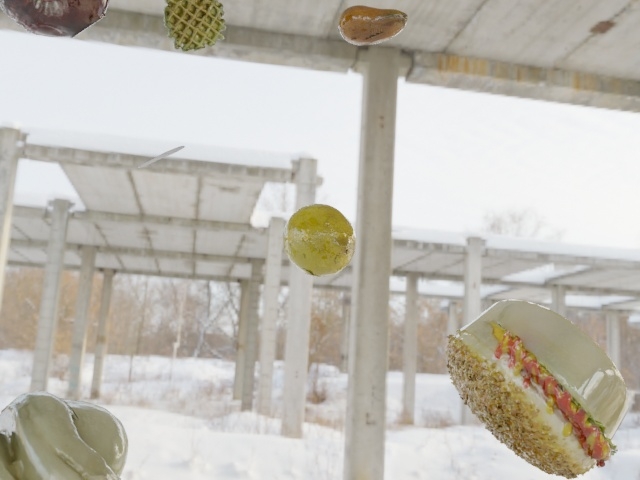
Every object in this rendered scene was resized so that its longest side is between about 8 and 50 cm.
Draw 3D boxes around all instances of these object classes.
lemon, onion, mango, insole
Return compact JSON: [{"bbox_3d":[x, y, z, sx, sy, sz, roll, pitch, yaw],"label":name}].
[{"bbox_3d":[0.000,0.000,1.740,0.173,0.174,0.206,11,11,-34],"label":"lemon"},{"bbox_3d":[-0.594,-0.543,1.594,0.206,0.207,0.216,53,-11,-24],"label":"onion"},{"bbox_3d":[0.121,-0.499,1.698,0.159,0.084,0.105,6,-5,1],"label":"mango"},{"bbox_3d":[-0.404,-0.211,1.831,0.134,0.002,0.045,-24,-4,12],"label":"insole"}]

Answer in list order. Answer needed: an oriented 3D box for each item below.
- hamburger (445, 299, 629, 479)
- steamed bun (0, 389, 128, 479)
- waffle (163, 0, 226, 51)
[{"bbox_3d":[0.313,0.225,1.089,0.276,0.179,0.294,47,-12,4],"label":"hamburger"},{"bbox_3d":[-0.419,0.370,0.950,0.247,0.352,0.339,25,12,-12],"label":"steamed bun"},{"bbox_3d":[-0.333,-0.591,1.924,0.183,0.169,0.036,-20,26,-32],"label":"waffle"}]
